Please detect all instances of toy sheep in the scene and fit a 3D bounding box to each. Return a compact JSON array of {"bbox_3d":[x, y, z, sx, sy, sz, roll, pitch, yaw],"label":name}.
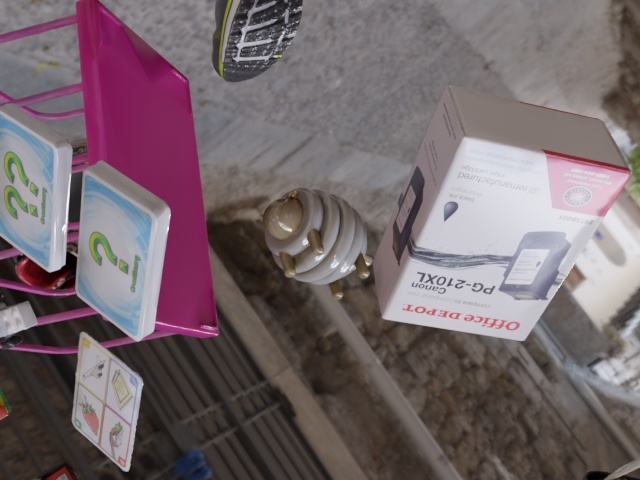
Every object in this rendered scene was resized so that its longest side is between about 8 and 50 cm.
[{"bbox_3d":[0.000,0.000,0.711,0.091,0.091,0.132,-39,136,19],"label":"toy sheep"}]

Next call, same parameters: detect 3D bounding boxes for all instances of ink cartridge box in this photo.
[{"bbox_3d":[0.171,-0.018,0.828,0.172,0.100,0.237,10,129,-12],"label":"ink cartridge box"}]

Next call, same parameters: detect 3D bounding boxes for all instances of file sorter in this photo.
[{"bbox_3d":[-0.237,-0.042,0.799,0.182,0.291,0.202,-12,166,13],"label":"file sorter"}]

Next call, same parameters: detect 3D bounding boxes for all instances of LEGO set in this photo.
[{"bbox_3d":[-0.175,0.046,0.445,0.060,0.182,0.244,-30,145,-47],"label":"LEGO set"}]

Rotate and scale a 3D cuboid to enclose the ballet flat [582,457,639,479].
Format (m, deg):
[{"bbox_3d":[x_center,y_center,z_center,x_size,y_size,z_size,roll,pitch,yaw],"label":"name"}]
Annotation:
[{"bbox_3d":[0.387,0.255,0.814,0.280,0.096,0.095,-21,175,37],"label":"ballet flat"}]

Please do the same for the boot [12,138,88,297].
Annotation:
[{"bbox_3d":[-0.425,-0.041,1.393,0.377,0.138,0.284,-10,-139,39],"label":"boot"}]

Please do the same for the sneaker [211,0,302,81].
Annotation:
[{"bbox_3d":[-0.089,-0.338,0.976,0.111,0.121,0.300,-13,128,-39],"label":"sneaker"}]
